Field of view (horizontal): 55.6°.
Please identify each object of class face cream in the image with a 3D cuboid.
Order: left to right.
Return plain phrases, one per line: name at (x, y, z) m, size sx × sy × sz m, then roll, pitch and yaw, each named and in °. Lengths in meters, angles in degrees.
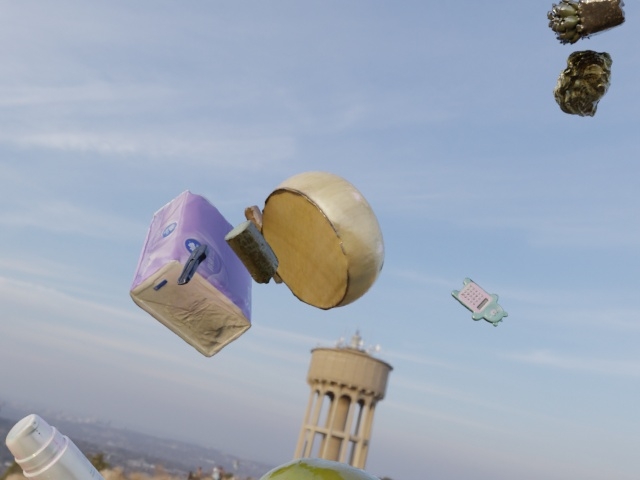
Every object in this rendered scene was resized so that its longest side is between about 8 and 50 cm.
face cream at (-0.499, 0.488, 1.217) m, size 0.102 × 0.102 × 0.346 m, roll -5°, pitch -57°, yaw 43°

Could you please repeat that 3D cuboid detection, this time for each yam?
yam at (-0.084, 0.013, 0.752) m, size 0.043 × 0.043 × 0.094 m, roll 1°, pitch -41°, yaw 34°
yam at (-0.155, 0.011, 1.743) m, size 0.056 × 0.241 × 0.057 m, roll -25°, pitch -1°, yaw 0°

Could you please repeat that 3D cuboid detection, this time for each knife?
knife at (-0.230, 0.046, 1.096) m, size 0.031 × 0.121 × 0.018 m, roll -8°, pitch -57°, yaw 16°

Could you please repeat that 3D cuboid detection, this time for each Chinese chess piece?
Chinese chess piece at (0.000, 0.000, 1.112) m, size 0.257 × 0.104 × 0.257 m, roll 32°, pitch -44°, yaw 37°

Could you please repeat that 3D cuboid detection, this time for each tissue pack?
tissue pack at (-0.277, 0.060, 1.387) m, size 0.160 × 0.338 × 0.242 m, roll -36°, pitch -62°, yaw 15°

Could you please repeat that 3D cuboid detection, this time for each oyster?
oyster at (0.558, -0.330, 1.292) m, size 0.124 × 0.064 × 0.177 m, roll -2°, pitch -38°, yaw 4°

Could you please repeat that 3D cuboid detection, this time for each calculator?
calculator at (0.400, 0.156, 1.518) m, size 0.141 × 0.094 × 0.019 m, roll 41°, pitch -20°, yaw 21°

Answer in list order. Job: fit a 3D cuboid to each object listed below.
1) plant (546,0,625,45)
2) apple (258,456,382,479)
plant at (0.525, -0.442, 1.202) m, size 0.143 × 0.092 × 0.094 m, roll -8°, pitch 14°, yaw 28°
apple at (-0.001, 0.434, 0.797) m, size 0.292 × 0.292 × 0.254 m, roll -2°, pitch -53°, yaw 38°
